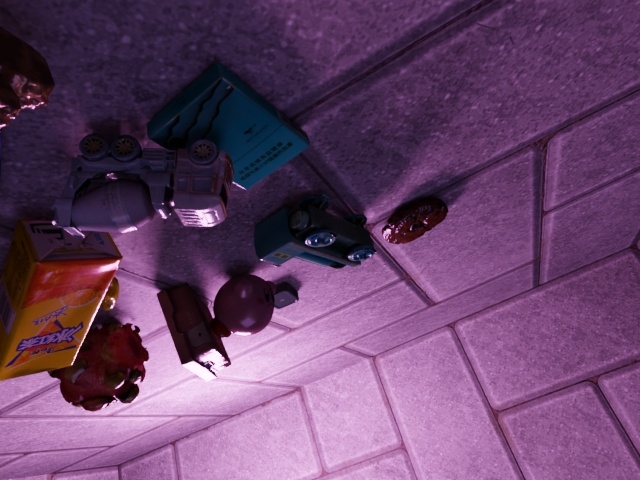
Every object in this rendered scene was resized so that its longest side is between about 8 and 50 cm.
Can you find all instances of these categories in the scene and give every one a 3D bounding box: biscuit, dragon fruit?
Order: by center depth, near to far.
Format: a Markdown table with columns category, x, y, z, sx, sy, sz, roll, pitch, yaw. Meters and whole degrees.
| category | x | y | z | sx | sy | sz | roll | pitch | yaw |
| --- | --- | --- | --- | --- | --- | --- | --- | --- | --- |
| dragon fruit | -0.594 | 0.355 | 1.209 | 0.243 | 0.228 | 0.307 | -7 | 153 | -13 |
| biscuit | 0.261 | -0.048 | 1.220 | 0.192 | 0.049 | 0.192 | -16 | 156 | -7 |

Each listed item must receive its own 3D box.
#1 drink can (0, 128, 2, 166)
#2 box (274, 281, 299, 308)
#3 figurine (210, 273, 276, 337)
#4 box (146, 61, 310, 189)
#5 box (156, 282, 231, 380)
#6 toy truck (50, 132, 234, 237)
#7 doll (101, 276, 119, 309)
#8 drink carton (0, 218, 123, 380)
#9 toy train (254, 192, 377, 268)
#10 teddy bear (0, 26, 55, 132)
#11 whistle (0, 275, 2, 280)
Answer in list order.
| category | x | y | z | sx | sy | sz | roll | pitch | yaw |
| --- | --- | --- | --- | --- | --- | --- | --- | --- | --- |
| drink can | -0.489 | -0.102 | 0.598 | 0.097 | 0.097 | 0.235 | 3 | 146 | -36 |
| box | -0.124 | 0.176 | 1.391 | 0.091 | 0.031 | 0.126 | -23 | 151 | 6 |
| figurine | -0.202 | 0.173 | 1.197 | 0.173 | 0.173 | 0.173 | -15 | 152 | -8 |
| box | -0.144 | -0.176 | 0.740 | 0.160 | 0.042 | 0.226 | -32 | 150 | 22 |
| box | -0.336 | 0.247 | 1.194 | 0.086 | 0.215 | 0.215 | -27 | 153 | -10 |
| toy truck | -0.268 | -0.074 | 0.683 | 0.256 | 0.140 | 0.108 | 2 | 161 | -5 |
| doll | -0.512 | 0.100 | 0.992 | 0.113 | 0.072 | 0.135 | 1 | 144 | 0 |
| drink carton | -0.527 | 0.121 | 0.859 | 0.154 | 0.111 | 0.351 | -2 | 136 | -50 |
| toy train | 0.000 | 0.000 | 1.070 | 0.194 | 0.120 | 0.298 | -29 | 149 | 31 |
| teddy bear | -0.445 | -0.160 | 0.389 | 0.222 | 0.246 | 0.296 | -45 | 117 | 8 |
| whistle | -0.626 | 0.140 | 0.975 | 0.126 | 0.067 | 0.258 | -18 | 154 | -3 |
